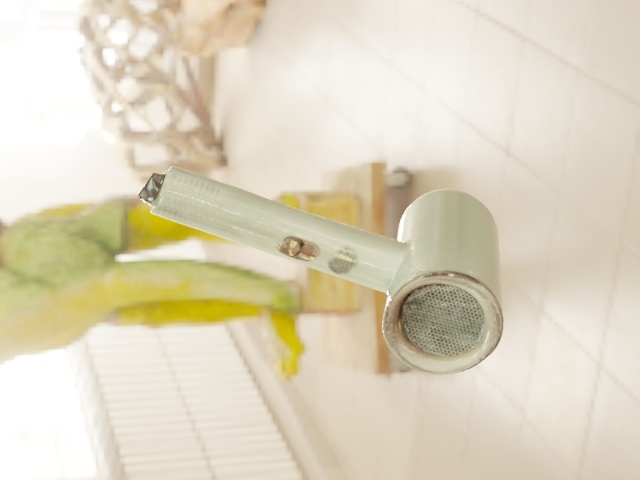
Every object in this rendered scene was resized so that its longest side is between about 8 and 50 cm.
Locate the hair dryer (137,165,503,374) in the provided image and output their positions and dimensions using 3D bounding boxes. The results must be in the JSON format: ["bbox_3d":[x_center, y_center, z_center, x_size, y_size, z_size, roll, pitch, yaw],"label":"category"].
[{"bbox_3d":[0.000,0.000,0.867,0.131,0.236,0.073,-79,5,-61],"label":"hair dryer"}]
